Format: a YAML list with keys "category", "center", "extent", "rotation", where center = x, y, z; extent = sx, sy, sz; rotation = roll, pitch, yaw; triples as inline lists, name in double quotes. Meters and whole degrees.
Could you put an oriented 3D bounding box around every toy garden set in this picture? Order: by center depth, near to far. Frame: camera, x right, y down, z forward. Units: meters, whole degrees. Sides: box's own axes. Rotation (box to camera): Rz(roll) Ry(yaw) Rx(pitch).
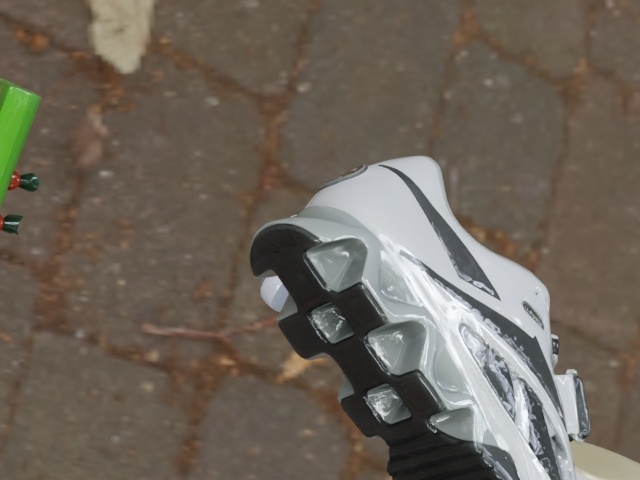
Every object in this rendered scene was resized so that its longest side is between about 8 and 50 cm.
- category: "toy garden set"
  center: [-0.229, -0.005, 1.197]
  extent: [0.049, 0.244, 0.204]
  rotation: [20, 92, -21]

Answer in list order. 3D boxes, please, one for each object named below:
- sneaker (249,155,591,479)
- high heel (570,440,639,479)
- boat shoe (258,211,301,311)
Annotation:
- category: "sneaker"
  center: [0.105, 0.096, 1.101]
  extent: [0.146, 0.122, 0.330]
  rotation: [-36, 101, -37]
- category: "high heel"
  center: [0.199, 0.282, 1.786]
  extent: [0.261, 0.093, 0.186]
  rotation: [7, 113, -18]
- category: "boat shoe"
  center: [0.000, 0.000, 1.901]
  extent: [0.228, 0.076, 0.080]
  rotation: [-30, 154, -46]
